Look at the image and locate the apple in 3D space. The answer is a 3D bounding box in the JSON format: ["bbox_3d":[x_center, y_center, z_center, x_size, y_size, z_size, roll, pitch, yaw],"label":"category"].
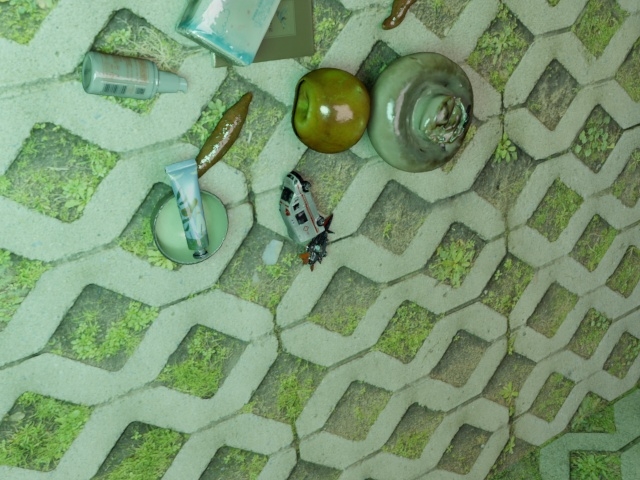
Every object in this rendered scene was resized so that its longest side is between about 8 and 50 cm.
[{"bbox_3d":[0.022,-0.363,2.013,0.207,0.237,0.237,15,98,-23],"label":"apple"}]

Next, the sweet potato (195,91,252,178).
[{"bbox_3d":[-0.267,-0.264,1.943,0.072,0.066,0.314,31,89,3],"label":"sweet potato"}]

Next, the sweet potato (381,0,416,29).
[{"bbox_3d":[0.244,-0.699,2.136,0.202,0.058,0.055,-52,169,-3],"label":"sweet potato"}]

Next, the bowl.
[{"bbox_3d":[-0.361,-0.048,1.928,0.211,0.112,0.212,-11,111,-30],"label":"bowl"}]

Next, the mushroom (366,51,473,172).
[{"bbox_3d":[0.314,-0.373,2.145,0.362,0.294,0.363,-13,115,-29],"label":"mushroom"}]

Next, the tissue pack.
[{"bbox_3d":[-0.213,-0.594,1.803,0.201,0.124,0.271,24,91,-39],"label":"tissue pack"}]

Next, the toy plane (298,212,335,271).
[{"bbox_3d":[0.003,0.002,2.218,0.189,0.061,0.130,-57,150,-7],"label":"toy plane"}]

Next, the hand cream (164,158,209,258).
[{"bbox_3d":[-0.333,-0.077,1.843,0.088,0.055,0.256,-21,111,-31],"label":"hand cream"}]

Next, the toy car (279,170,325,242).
[{"bbox_3d":[-0.068,-0.098,2.121,0.108,0.089,0.210,-31,125,-15],"label":"toy car"}]

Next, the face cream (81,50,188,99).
[{"bbox_3d":[-0.442,-0.393,1.759,0.251,0.101,0.101,-1,107,-34],"label":"face cream"}]

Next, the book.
[{"bbox_3d":[-0.155,-0.587,1.930,0.310,0.021,0.217,-15,114,-29],"label":"book"}]
